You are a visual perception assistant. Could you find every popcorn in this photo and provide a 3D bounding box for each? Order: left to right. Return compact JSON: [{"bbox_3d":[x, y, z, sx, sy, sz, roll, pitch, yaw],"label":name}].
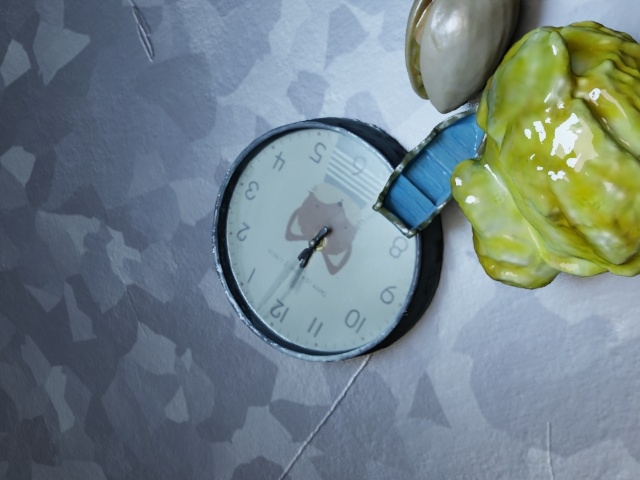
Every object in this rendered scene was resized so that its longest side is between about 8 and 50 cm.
[{"bbox_3d":[0.253,-0.082,0.799,0.225,0.276,0.276,19,110,-11],"label":"popcorn"}]

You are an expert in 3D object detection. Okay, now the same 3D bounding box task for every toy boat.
[{"bbox_3d":[0.137,-0.085,0.906,0.075,0.077,0.185,44,77,-3],"label":"toy boat"}]

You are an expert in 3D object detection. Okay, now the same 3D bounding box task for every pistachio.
[{"bbox_3d":[0.158,-0.234,0.895,0.124,0.124,0.185,34,128,23],"label":"pistachio"}]

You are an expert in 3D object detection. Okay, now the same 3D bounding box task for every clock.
[{"bbox_3d":[0.000,0.000,1.040,0.325,0.067,0.325,4,98,30],"label":"clock"}]
